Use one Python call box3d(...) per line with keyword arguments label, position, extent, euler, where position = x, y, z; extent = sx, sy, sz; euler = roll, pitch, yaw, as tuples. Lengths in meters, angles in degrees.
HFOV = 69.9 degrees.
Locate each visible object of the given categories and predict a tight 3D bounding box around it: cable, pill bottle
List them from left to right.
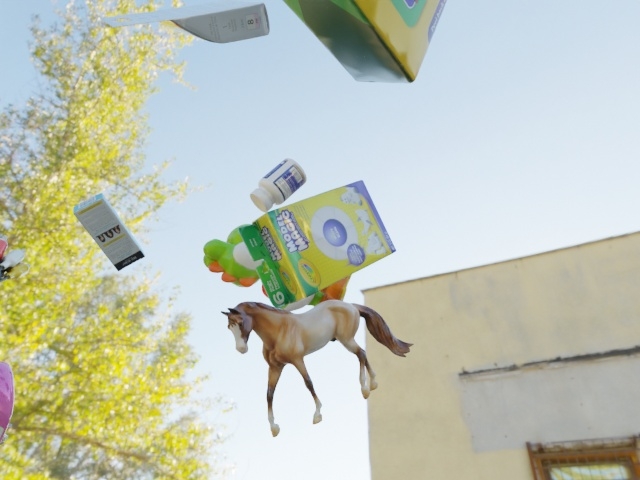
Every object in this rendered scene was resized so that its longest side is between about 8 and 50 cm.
box3d(label="cable", position=(-0.762, 0.076, 1.063), extent=(0.072, 0.287, 0.139), euler=(-28, -60, -6))
box3d(label="pill bottle", position=(-0.147, -0.185, 1.566), extent=(0.112, 0.187, 0.112), euler=(39, -22, 19))

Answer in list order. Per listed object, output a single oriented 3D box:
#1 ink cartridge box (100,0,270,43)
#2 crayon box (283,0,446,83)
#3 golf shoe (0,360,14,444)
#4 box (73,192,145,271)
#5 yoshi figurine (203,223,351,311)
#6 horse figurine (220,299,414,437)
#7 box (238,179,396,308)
box3d(label="ink cartridge box", position=(-0.227, -0.356, 0.764), extent=(0.232, 0.189, 0.066), euler=(-24, -54, -18))
box3d(label="crayon box", position=(0.063, -0.420, 0.506), extent=(0.106, 0.362, 0.313), euler=(18, -5, 39))
box3d(label="golf shoe", position=(-0.425, 0.198, 0.427), extent=(0.306, 0.115, 0.140), euler=(-30, -29, 14))
box3d(label="box", position=(-0.682, -0.025, 1.487), extent=(0.101, 0.060, 0.244), euler=(-31, -57, -12))
box3d(label="yoshi figurine", position=(-0.101, 0.051, 1.135), extent=(0.362, 0.203, 0.203), euler=(18, 1, 5))
box3d(label="horse figurine", position=(0.002, 0.147, 0.634), extent=(0.263, 0.174, 0.066), euler=(-12, -10, -32))
box3d(label="box", position=(0.000, 0.000, 0.537), extent=(0.179, 0.105, 0.043), euler=(-24, -3, -36))
